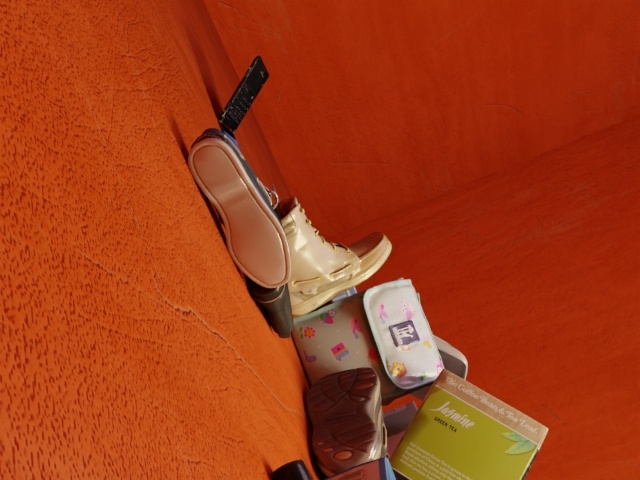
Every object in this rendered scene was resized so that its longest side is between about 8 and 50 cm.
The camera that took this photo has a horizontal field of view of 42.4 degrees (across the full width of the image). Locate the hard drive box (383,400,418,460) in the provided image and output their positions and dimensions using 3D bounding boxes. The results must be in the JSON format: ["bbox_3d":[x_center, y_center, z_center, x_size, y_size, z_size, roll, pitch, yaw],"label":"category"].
[{"bbox_3d":[0.183,0.521,1.944,0.089,0.181,0.232,-109,177,-65],"label":"hard drive box"}]

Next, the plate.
[{"bbox_3d":[0.199,0.253,1.792,0.278,0.045,0.277,27,-29,24],"label":"plate"}]

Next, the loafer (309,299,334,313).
[{"bbox_3d":[-0.039,0.092,1.700,0.087,0.094,0.251,-109,175,-47],"label":"loafer"}]

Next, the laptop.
[{"bbox_3d":[-0.149,-0.265,1.921,0.136,0.264,0.234,32,1,0],"label":"laptop"}]

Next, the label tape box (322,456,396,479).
[{"bbox_3d":[0.102,0.486,1.050,0.249,0.115,0.348,-47,118,-88],"label":"label tape box"}]

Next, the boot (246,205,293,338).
[{"bbox_3d":[-0.085,0.051,1.360,0.137,0.076,0.198,73,11,-48],"label":"boot"}]

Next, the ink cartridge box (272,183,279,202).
[{"bbox_3d":[-0.068,0.052,1.826,0.165,0.065,0.333,-106,176,-71],"label":"ink cartridge box"}]

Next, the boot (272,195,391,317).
[{"bbox_3d":[0.000,0.000,1.567,0.095,0.262,0.204,21,-41,63],"label":"boot"}]

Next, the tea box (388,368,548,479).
[{"bbox_3d":[0.253,0.462,1.568,0.220,0.324,0.329,29,-14,19],"label":"tea box"}]

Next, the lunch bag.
[{"bbox_3d":[0.097,0.215,1.623,0.160,0.262,0.223,63,6,-74],"label":"lunch bag"}]

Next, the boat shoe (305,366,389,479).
[{"bbox_3d":[0.046,0.325,1.372,0.355,0.132,0.130,-72,151,-74],"label":"boat shoe"}]

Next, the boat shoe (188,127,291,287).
[{"bbox_3d":[-0.113,-0.046,1.211,0.255,0.095,0.079,58,17,-22],"label":"boat shoe"}]

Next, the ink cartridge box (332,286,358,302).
[{"bbox_3d":[0.059,0.229,2.162,0.270,0.151,0.396,-76,143,-86],"label":"ink cartridge box"}]

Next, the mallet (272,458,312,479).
[{"bbox_3d":[-0.025,0.279,0.952,0.190,0.039,0.062,90,-23,-81],"label":"mallet"}]
